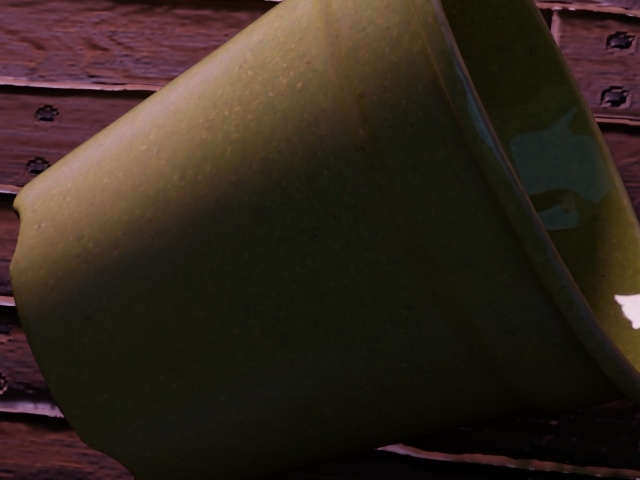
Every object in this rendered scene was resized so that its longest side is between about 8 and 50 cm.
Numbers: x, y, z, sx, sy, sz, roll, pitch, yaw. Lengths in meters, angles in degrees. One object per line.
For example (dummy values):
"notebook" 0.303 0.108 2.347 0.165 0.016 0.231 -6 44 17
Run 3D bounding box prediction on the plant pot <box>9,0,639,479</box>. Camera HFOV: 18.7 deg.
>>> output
"plant pot" 0.000 0.000 0.940 0.254 0.276 0.276 -25 72 16
